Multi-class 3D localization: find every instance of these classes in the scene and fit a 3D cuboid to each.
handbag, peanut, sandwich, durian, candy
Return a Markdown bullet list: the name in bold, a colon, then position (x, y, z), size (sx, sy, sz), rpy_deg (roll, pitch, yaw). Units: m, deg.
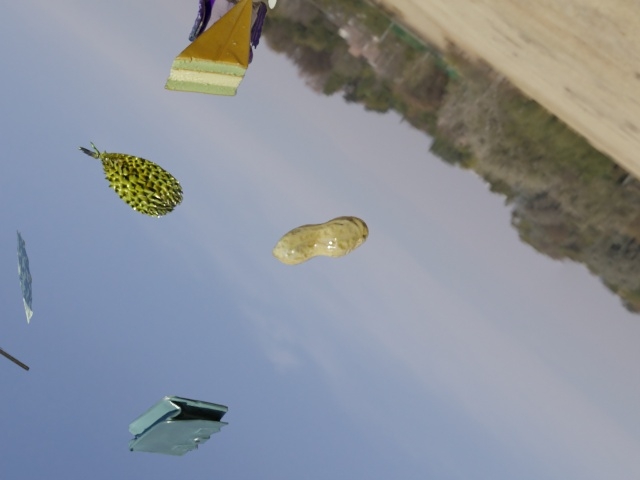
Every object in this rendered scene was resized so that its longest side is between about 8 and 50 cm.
- **handbag**: position (-0.328, 0.436, 1.982), size (0.179, 0.229, 0.062), rpy_deg (17, -128, -32)
- **peanut**: position (0.000, 0.000, 2.256), size (0.117, 0.263, 0.101), rpy_deg (-115, 15, -77)
- **sandwich**: position (-0.212, -0.382, 1.640), size (0.144, 0.117, 0.187), rpy_deg (9, -116, -19)
- **durian**: position (-0.318, -0.101, 1.485), size (0.215, 0.086, 0.100), rpy_deg (38, 173, -41)
- **candy**: position (-0.198, -0.470, 1.828), size (0.070, 0.145, 0.275), rpy_deg (20, -172, 24)

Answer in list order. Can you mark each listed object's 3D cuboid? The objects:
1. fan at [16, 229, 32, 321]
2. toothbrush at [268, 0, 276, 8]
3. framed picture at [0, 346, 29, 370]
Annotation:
- **fan**: position (-0.742, 0.089, 2.154), size (0.009, 0.240, 0.131), rpy_deg (-6, 177, -29)
- **toothbrush**: position (-0.072, -0.486, 1.430), size (0.014, 0.194, 0.017), rpy_deg (5, -169, -6)
- **framed picture**: position (-0.797, 0.167, 1.850), size (0.244, 0.013, 0.324), rpy_deg (22, 159, 37)
